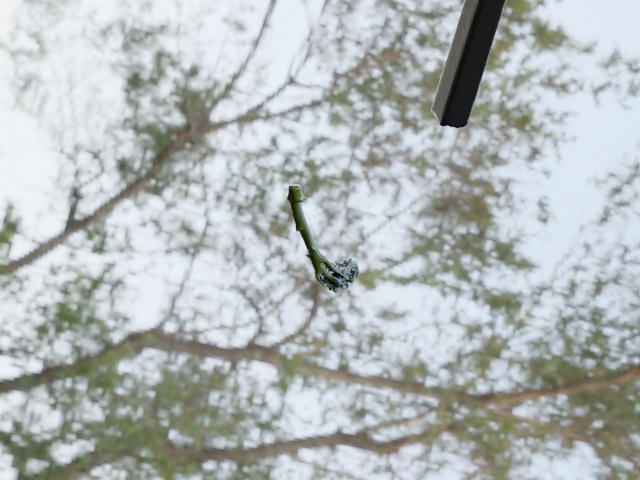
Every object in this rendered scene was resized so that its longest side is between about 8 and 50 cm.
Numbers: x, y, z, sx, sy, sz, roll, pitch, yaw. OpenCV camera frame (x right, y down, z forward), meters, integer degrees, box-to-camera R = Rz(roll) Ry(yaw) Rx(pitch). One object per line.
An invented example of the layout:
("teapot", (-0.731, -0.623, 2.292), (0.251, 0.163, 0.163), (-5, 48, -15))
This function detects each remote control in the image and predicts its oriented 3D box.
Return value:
("remote control", (0.149, -0.220, 1.144), (0.063, 0.025, 0.245), (-112, -145, -63))

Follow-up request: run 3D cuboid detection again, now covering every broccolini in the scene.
("broccolini", (0.000, 0.007, 1.357), (0.194, 0.054, 0.052), (64, 24, -58))
